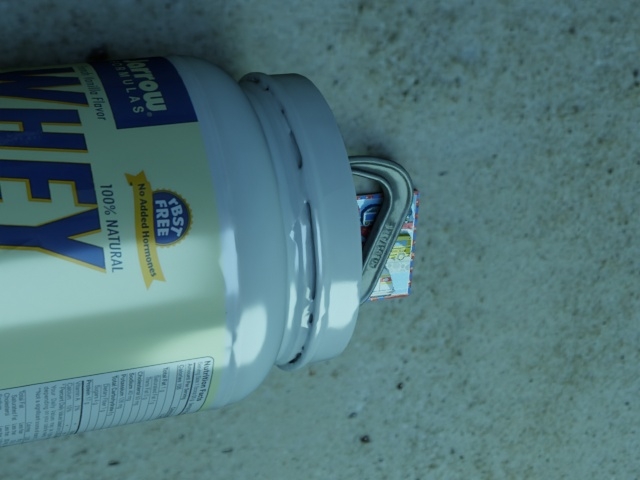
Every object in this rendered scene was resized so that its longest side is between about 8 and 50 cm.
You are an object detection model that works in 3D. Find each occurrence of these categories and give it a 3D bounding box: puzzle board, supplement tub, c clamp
[{"bbox_3d":[0.019,0.010,0.982,0.128,0.011,0.096,-6,114,-20],"label":"puzzle board"},{"bbox_3d":[-0.159,0.005,0.776,0.324,0.235,0.235,-8,115,-20],"label":"supplement tub"},{"bbox_3d":[0.000,0.000,0.950,0.137,0.022,0.161,21,104,-29],"label":"c clamp"}]
